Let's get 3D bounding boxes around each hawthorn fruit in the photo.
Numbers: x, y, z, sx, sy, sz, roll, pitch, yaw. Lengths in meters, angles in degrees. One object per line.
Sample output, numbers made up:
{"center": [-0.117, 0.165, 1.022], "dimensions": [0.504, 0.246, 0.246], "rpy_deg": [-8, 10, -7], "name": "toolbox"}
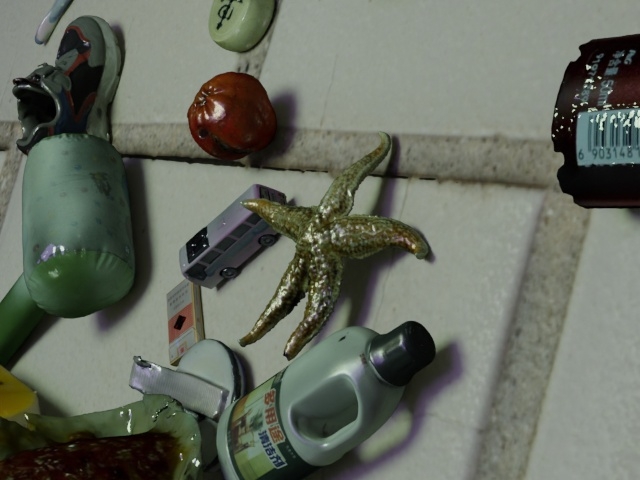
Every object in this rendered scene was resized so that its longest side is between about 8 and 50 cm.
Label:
{"center": [-0.082, -0.116, 1.433], "dimensions": [0.093, 0.093, 0.093], "rpy_deg": [-28, 52, 43], "name": "hawthorn fruit"}

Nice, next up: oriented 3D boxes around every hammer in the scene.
{"center": [-0.321, 0.043, 1.657], "dimensions": [0.335, 0.119, 0.206], "rpy_deg": [-47, 39, 38], "name": "hammer"}

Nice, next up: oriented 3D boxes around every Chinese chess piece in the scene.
{"center": [-0.083, -0.238, 1.538], "dimensions": [0.084, 0.034, 0.084], "rpy_deg": [-28, 52, 44], "name": "Chinese chess piece"}

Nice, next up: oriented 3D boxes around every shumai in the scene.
{"center": [-0.175, 0.282, 1.260], "dimensions": [0.288, 0.292, 0.330], "rpy_deg": [-45, 49, -14], "name": "shumai"}

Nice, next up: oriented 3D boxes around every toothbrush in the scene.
{"center": [-0.295, -0.356, 1.888], "dimensions": [0.269, 0.021, 0.027], "rpy_deg": [-50, 27, 24], "name": "toothbrush"}

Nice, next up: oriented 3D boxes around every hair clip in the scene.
{"center": [-0.120, 0.147, 1.381], "dimensions": [0.172, 0.049, 0.116], "rpy_deg": [13, 88, 52], "name": "hair clip"}

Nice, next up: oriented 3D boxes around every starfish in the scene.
{"center": [-0.001, -0.001, 1.271], "dimensions": [0.217, 0.050, 0.223], "rpy_deg": [17, 71, 49], "name": "starfish"}

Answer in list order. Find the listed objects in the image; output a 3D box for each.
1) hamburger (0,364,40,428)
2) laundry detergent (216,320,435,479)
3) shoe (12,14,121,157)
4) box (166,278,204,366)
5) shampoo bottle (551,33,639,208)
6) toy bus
{"center": [-0.419, 0.210, 1.587], "dimensions": [0.295, 0.227, 0.151], "rpy_deg": [27, 107, 55], "name": "hamburger"}
{"center": [0.007, 0.131, 1.202], "dimensions": [0.226, 0.070, 0.099], "rpy_deg": [-36, 38, 36], "name": "laundry detergent"}
{"center": [-0.313, -0.171, 1.730], "dimensions": [0.099, 0.125, 0.227], "rpy_deg": [-28, 54, 47], "name": "shoe"}
{"center": [-0.135, 0.079, 1.463], "dimensions": [0.046, 0.012, 0.083], "rpy_deg": [-37, 45, 35], "name": "box"}
{"center": [0.291, -0.082, 0.925], "dimensions": [0.323, 0.084, 0.129], "rpy_deg": [-1, 74, 52], "name": "shampoo bottle"}
{"center": [-0.083, -0.003, 1.403], "dimensions": [0.131, 0.052, 0.037], "rpy_deg": [-39, 46, 35], "name": "toy bus"}
